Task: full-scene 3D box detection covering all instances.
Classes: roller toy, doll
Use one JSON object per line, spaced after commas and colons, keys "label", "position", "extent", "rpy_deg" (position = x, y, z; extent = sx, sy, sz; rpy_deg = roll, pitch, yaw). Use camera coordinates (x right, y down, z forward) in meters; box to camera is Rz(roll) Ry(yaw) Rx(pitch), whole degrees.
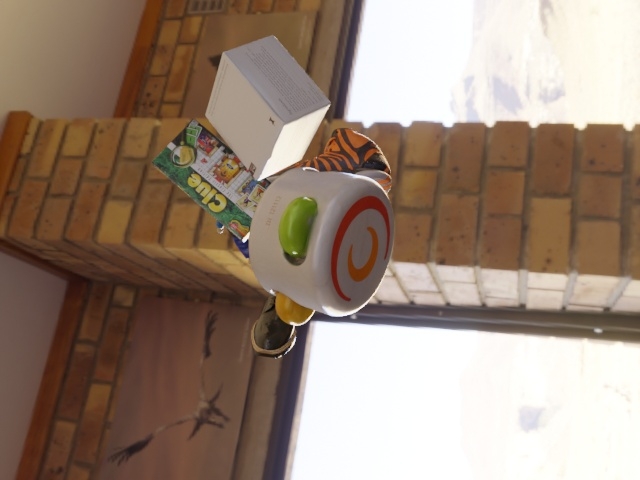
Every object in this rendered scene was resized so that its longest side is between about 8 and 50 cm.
{"label": "roller toy", "position": [0.000, 0.000, 0.888], "extent": [0.191, 0.146, 0.209], "rpy_deg": [-44, -46, -38]}
{"label": "doll", "position": [-0.182, -0.039, 1.512], "extent": [0.189, 0.129, 0.046], "rpy_deg": [60, -175, -25]}

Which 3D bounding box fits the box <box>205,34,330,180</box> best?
{"label": "box", "position": [-0.103, -0.244, 1.189], "extent": [0.119, 0.182, 0.181], "rpy_deg": [-31, -13, -33]}

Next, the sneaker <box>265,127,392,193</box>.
{"label": "sneaker", "position": [0.000, -0.168, 1.516], "extent": [0.125, 0.320, 0.180], "rpy_deg": [94, 170, -50]}

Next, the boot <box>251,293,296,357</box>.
{"label": "boot", "position": [-0.069, 0.091, 1.074], "extent": [0.198, 0.076, 0.137], "rpy_deg": [-75, -8, -61]}

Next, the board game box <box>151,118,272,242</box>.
{"label": "board game box", "position": [-0.217, -0.129, 1.354], "extent": [0.136, 0.259, 0.030], "rpy_deg": [-50, -5, -9]}
